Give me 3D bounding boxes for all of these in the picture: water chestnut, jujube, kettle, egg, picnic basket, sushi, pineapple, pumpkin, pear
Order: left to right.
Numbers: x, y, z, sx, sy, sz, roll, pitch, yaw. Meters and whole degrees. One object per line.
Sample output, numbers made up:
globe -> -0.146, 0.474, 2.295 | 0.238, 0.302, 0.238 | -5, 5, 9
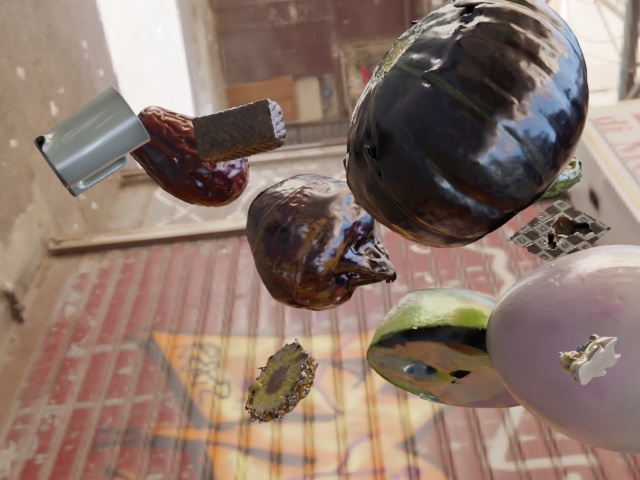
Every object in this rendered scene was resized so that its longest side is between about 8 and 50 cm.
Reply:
kettle -> -0.344, -0.149, 1.347 | 0.098, 0.148, 0.127 | 54, -9, -1
jujube -> -0.296, -0.190, 2.017 | 0.197, 0.290, 0.197 | -48, -157, 28
picnic basket -> -0.170, -0.225, 1.831 | 0.055, 0.193, 0.110 | 23, 55, -75
pineapple -> -0.084, 0.317, 1.953 | 0.047, 0.221, 0.221 | 41, 22, -24
water chestnut -> 0.000, 0.000, 1.655 | 0.289, 0.244, 0.289 | -18, 90, -74
pear -> 0.301, 0.215, 1.909 | 0.399, 0.399, 0.165 | 81, 17, -62
pumpkin -> 0.173, -0.111, 0.984 | 0.296, 0.296, 0.295 | -6, 90, -89
sushi -> 0.507, -0.003, 1.906 | 0.139, 0.201, 0.031 | 35, -39, 31
egg -> 0.457, 0.176, 1.534 | 0.354, 0.340, 0.354 | 7, 90, -79

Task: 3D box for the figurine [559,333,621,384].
figurine -> 0.340, 0.150, 1.141 | 0.050, 0.083, 0.047 | 16, -53, 58
